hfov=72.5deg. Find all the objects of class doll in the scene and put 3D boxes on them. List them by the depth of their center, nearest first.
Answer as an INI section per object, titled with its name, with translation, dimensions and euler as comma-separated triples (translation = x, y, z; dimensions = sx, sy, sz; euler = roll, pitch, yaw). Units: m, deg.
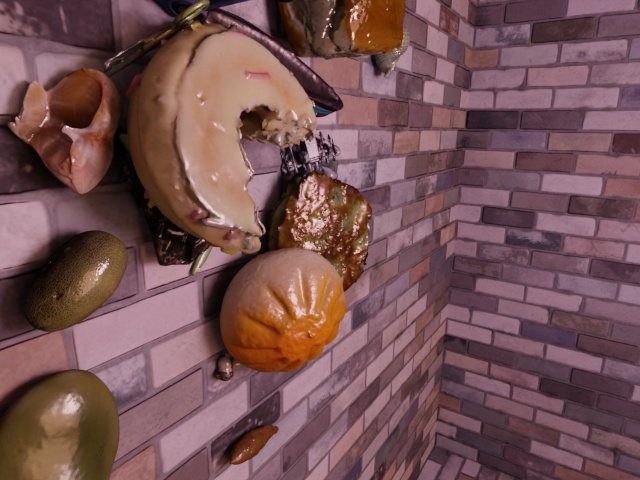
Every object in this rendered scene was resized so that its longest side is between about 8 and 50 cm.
[doll]
translation = -0.203, 0.288, 0.989
dimensions = 0.085, 0.040, 0.058
euler = 23, 68, -57

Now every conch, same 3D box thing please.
[conch]
translation = 0.214, -0.591, 1.344
dimensions = 0.153, 0.102, 0.135
euler = -57, 172, 29

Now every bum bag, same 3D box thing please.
[bum bag]
translation = -0.269, -0.067, 0.750
dimensions = 0.102, 0.069, 0.247
euler = -29, 111, -35

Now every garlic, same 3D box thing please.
[garlic]
translation = -0.331, -0.156, 0.604
dimensions = 0.124, 0.099, 0.174
euler = 49, 56, -69

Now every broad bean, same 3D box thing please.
[broad bean]
translation = -0.392, 0.325, 0.643
dimensions = 0.189, 0.121, 0.262
euler = 9, 76, -53

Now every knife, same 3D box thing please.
[knife]
translation = -0.213, -0.014, 0.906
dimensions = 0.030, 0.014, 0.207
euler = 53, 54, -48

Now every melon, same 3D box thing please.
[melon]
translation = -0.349, 0.058, 0.627
dimensions = 0.162, 0.099, 0.099
euler = -61, 144, -26

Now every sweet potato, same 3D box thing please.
[sweet potato]
translation = -0.168, 0.505, 1.093
dimensions = 0.068, 0.060, 0.206
euler = -49, 159, 24

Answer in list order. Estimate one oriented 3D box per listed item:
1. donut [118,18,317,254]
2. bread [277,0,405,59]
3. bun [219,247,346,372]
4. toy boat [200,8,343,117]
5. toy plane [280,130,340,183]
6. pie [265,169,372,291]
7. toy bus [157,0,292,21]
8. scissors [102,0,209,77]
[donut]
translation = -0.165, -0.178, 0.719
dimensions = 0.307, 0.150, 0.370
euler = 48, 51, -37
[bread]
translation = 0.046, -0.537, 0.969
dimensions = 0.279, 0.225, 0.249
euler = -29, 124, -48
[bun]
translation = -0.062, 0.169, 0.957
dimensions = 0.299, 0.165, 0.298
euler = -14, 120, -26
[toy boat]
translation = -0.090, -0.347, 0.897
dimensions = 0.392, 0.080, 0.136
euler = 18, 83, -45
[toy plane]
translation = -0.033, -0.252, 1.064
dimensions = 0.169, 0.078, 0.246
euler = -23, 119, -22
[pie]
translation = 0.000, 0.000, 1.096
dimensions = 0.289, 0.103, 0.354
euler = -7, 107, -36
[toy bus]
translation = -0.146, -0.423, 0.632
dimensions = 0.133, 0.293, 0.125
euler = 17, 84, -56
[scissors]
translation = -0.255, -0.304, 0.667
dimensions = 0.187, 0.134, 0.020
euler = -44, 113, -21
